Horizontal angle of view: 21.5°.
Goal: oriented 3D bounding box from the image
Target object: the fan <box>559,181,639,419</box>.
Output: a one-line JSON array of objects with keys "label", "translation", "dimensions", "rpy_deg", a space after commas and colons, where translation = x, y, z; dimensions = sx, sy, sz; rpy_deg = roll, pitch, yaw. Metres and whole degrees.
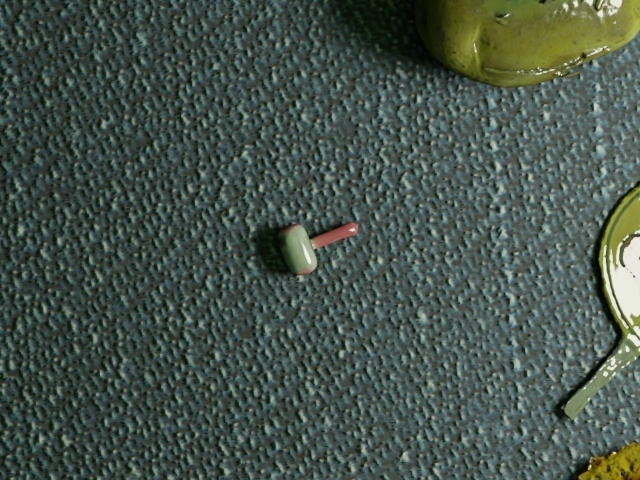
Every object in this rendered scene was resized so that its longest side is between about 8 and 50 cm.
[{"label": "fan", "translation": [0.368, 0.062, 1.761], "dimensions": [0.335, 0.011, 0.229], "rpy_deg": [-44, 96, -10]}]

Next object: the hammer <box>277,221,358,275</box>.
[{"label": "hammer", "translation": [0.000, 0.000, 1.689], "dimensions": [0.083, 0.031, 0.052], "rpy_deg": [-22, 97, -16]}]

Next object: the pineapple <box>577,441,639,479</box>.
[{"label": "pineapple", "translation": [0.327, 0.270, 1.724], "dimensions": [0.114, 0.077, 0.114], "rpy_deg": [-27, 107, -5]}]

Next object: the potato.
[{"label": "potato", "translation": [0.216, -0.240, 1.671], "dimensions": [0.248, 0.143, 0.169], "rpy_deg": [-15, 81, -9]}]
